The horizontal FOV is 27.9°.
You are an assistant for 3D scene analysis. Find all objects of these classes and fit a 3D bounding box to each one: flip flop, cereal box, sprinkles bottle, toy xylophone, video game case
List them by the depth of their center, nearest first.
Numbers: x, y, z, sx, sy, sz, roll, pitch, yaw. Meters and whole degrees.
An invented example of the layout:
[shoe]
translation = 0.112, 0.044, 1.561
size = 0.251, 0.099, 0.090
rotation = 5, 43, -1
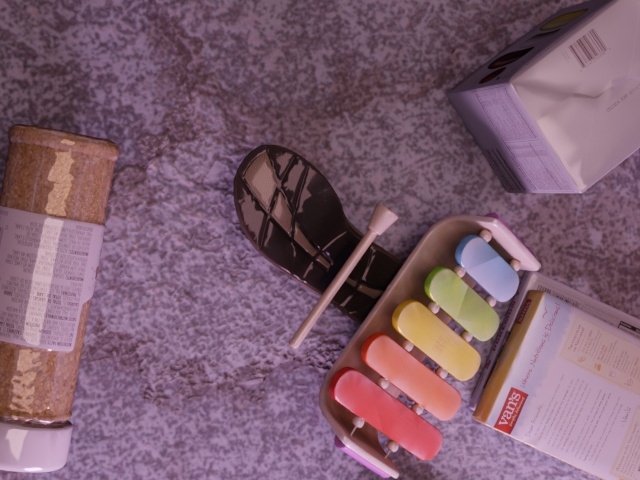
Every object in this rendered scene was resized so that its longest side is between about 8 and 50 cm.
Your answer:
[sprinkles bottle]
translation = -0.300, 0.060, 1.367
size = 0.121, 0.121, 0.355
rotation = 10, 90, -14
[toy xylophone]
translation = 0.099, 0.101, 1.453
size = 0.236, 0.081, 0.323
rotation = 30, 89, -42
[flip flop]
translation = 0.000, 0.000, 1.468
size = 0.277, 0.080, 0.112
rotation = 41, 87, -28
[cereal box]
translation = 0.321, 0.184, 1.543
size = 0.240, 0.047, 0.173
rotation = 27, 86, -14
[video game case]
translation = 0.303, 0.157, 1.574
size = 0.201, 0.023, 0.183
rotation = 24, 87, -15

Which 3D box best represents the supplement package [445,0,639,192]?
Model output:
[supplement package]
translation = 0.285, -0.166, 1.460
size = 0.194, 0.203, 0.149
rotation = -36, 100, -10
